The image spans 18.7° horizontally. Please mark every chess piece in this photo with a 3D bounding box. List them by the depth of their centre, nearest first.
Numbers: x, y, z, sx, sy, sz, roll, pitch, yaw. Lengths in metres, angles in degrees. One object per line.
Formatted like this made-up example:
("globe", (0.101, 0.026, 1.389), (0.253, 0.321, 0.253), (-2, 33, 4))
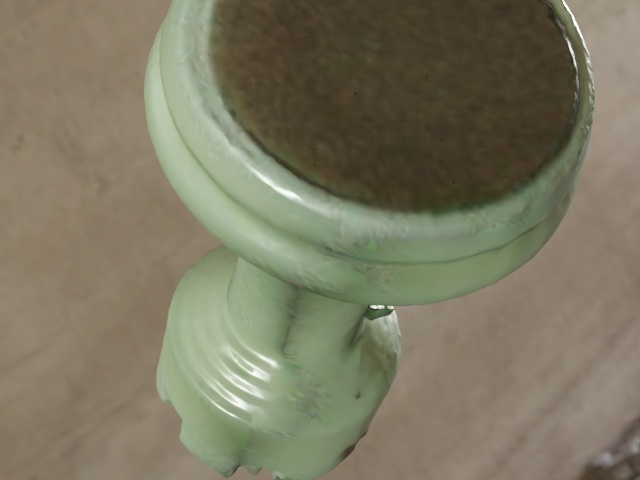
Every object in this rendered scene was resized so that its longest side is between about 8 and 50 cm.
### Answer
("chess piece", (0.000, 0.000, 0.927), (0.194, 0.194, 0.299), (-34, -20, -30))
